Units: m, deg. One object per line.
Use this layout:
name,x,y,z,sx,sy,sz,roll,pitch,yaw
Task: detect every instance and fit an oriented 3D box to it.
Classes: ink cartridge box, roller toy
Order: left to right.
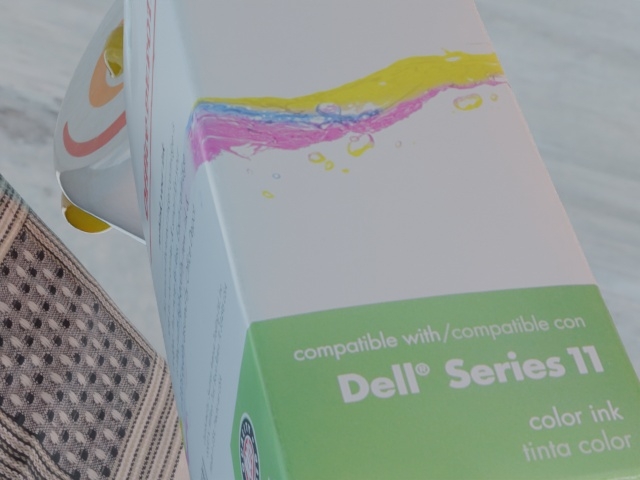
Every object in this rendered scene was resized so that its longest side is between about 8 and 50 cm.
roller toy,-0.067,-0.085,0.862,0.146,0.191,0.209,30,165,-28
ink cartridge box,0.000,0.000,0.569,0.119,0.353,0.207,-6,142,-13

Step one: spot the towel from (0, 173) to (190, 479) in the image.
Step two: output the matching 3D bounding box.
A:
towel,-0.172,0.108,0.808,0.312,0.056,0.324,54,-155,-22
